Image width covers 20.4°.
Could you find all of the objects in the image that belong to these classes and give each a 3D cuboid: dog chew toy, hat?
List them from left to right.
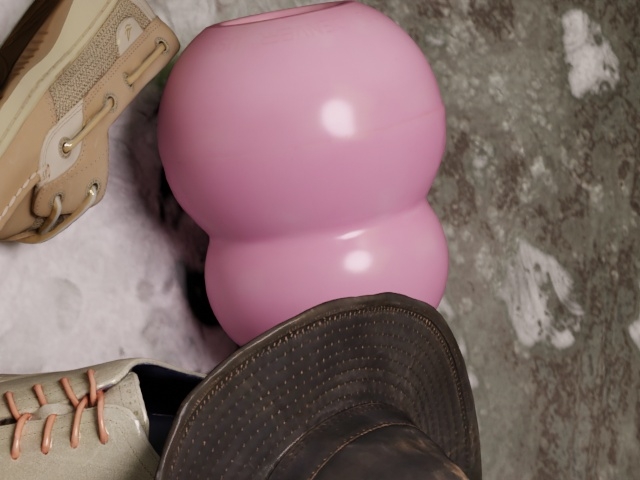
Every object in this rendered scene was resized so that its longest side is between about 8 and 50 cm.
[{"bbox_3d":[0.000,0.000,1.282,0.206,0.206,0.332,-20,105,-44],"label":"dog chew toy"},{"bbox_3d":[0.035,0.203,1.059,0.331,0.134,0.331,-17,116,-40],"label":"hat"}]

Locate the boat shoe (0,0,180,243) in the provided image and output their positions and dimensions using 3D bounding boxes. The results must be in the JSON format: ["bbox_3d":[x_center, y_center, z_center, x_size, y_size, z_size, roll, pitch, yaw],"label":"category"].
[{"bbox_3d":[-0.188,-0.058,1.180,0.110,0.121,0.341,44,50,-21],"label":"boat shoe"}]

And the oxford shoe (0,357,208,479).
[{"bbox_3d":[-0.175,0.118,1.077,0.397,0.146,0.140,4,51,-30],"label":"oxford shoe"}]
